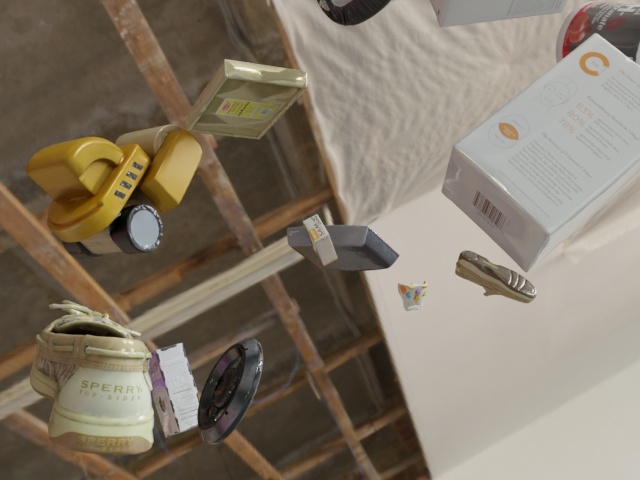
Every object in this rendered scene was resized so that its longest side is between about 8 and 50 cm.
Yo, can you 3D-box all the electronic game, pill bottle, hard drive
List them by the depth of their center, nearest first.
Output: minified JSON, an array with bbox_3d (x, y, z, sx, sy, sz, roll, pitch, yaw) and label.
[{"bbox_3d":[0.644,-0.379,1.504,0.176,0.318,0.176,-11,-67,-27],"label":"pill bottle"},{"bbox_3d":[-0.186,0.306,1.551,0.048,0.229,0.229,29,-62,-23],"label":"electronic game"},{"bbox_3d":[0.050,0.021,1.885,0.255,0.054,0.172,-1,-28,39],"label":"hard drive"}]

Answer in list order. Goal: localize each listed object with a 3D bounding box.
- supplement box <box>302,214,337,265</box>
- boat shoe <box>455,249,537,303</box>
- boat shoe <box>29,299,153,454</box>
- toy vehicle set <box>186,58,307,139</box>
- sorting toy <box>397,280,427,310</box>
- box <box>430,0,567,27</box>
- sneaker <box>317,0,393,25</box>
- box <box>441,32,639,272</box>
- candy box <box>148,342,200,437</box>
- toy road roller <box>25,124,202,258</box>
[{"bbox_3d":[0.000,0.000,1.591,0.036,0.062,0.098,-27,-34,-5],"label":"supplement box"},{"bbox_3d":[0.384,0.094,1.671,0.068,0.190,0.072,-22,-44,-48],"label":"boat shoe"},{"bbox_3d":[-0.193,0.102,0.666,0.105,0.285,0.089,8,-88,-26],"label":"boat shoe"},{"bbox_3d":[-0.156,-0.278,1.531,0.166,0.035,0.267,3,-17,-25],"label":"toy vehicle set"},{"bbox_3d":[0.249,0.150,2.000,0.083,0.045,0.075,-4,-74,-22],"label":"sorting toy"},{"bbox_3d":[0.219,-0.355,0.952,0.170,0.130,0.091,-10,-28,-10],"label":"box"},{"bbox_3d":[0.214,-0.542,1.324,0.447,0.169,0.257,-13,25,40],"label":"sneaker"},{"bbox_3d":[0.410,-0.149,1.288,0.345,0.215,0.168,-38,-19,-13],"label":"box"},{"bbox_3d":[-0.350,0.359,1.797,0.070,0.196,0.165,-15,-11,-28],"label":"candy box"},{"bbox_3d":[-0.409,-0.133,1.473,0.202,0.329,0.240,-5,-42,33],"label":"toy road roller"}]
